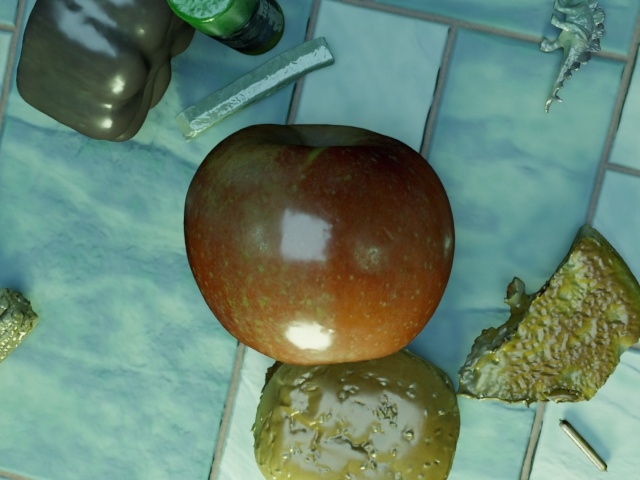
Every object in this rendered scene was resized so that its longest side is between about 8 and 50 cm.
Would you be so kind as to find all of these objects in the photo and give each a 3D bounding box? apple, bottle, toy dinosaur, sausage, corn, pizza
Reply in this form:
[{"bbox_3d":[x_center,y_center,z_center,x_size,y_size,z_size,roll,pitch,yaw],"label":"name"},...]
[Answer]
[{"bbox_3d":[0.000,0.000,1.274,0.348,0.348,0.277,6,109,6],"label":"apple"},{"bbox_3d":[-0.114,-0.296,1.265,0.093,0.330,0.093,1,95,7],"label":"bottle"},{"bbox_3d":[0.343,-0.274,1.360,0.082,0.039,0.209,15,97,4],"label":"toy dinosaur"},{"bbox_3d":[0.373,0.291,1.415,0.015,0.015,0.100,-43,89,8],"label":"sausage"},{"bbox_3d":[-0.507,0.159,1.477,0.211,0.087,0.087,-44,89,12],"label":"corn"},{"bbox_3d":[0.315,0.132,1.364,0.189,0.071,0.297,45,84,-5],"label":"pizza"}]

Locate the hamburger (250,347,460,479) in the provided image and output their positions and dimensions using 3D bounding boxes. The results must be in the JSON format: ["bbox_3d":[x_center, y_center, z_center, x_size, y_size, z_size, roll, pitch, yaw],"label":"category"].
[{"bbox_3d":[0.048,0.262,1.389,0.283,0.144,0.260,13,96,8],"label":"hamburger"}]

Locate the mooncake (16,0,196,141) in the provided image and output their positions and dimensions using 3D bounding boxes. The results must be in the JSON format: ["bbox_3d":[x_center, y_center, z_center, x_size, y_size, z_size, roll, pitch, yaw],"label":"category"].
[{"bbox_3d":[-0.264,-0.280,1.316,0.154,0.306,0.306,29,97,-2],"label":"mooncake"}]

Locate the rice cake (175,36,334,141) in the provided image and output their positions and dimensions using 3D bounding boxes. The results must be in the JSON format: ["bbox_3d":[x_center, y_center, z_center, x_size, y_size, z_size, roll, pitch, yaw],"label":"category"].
[{"bbox_3d":[-0.094,-0.216,1.415,0.245,0.042,0.045,-28,88,9],"label":"rice cake"}]
